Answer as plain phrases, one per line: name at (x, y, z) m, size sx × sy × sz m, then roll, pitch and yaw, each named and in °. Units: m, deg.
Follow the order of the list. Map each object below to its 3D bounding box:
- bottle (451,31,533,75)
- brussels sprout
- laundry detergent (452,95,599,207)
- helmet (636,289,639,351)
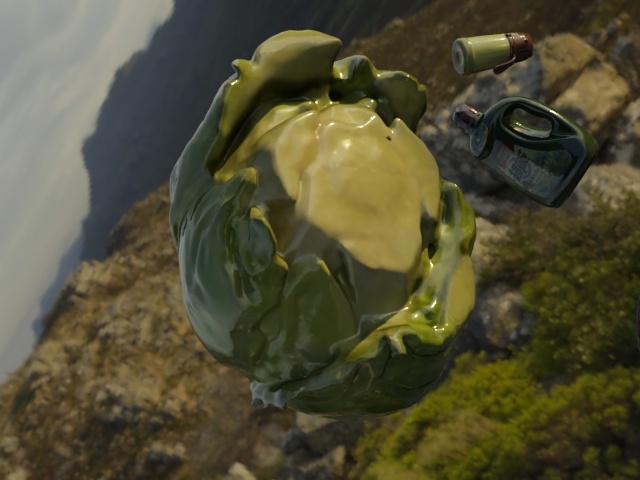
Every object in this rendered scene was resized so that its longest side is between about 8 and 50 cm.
bottle at (0.218, -0.233, 1.206) m, size 0.047 × 0.101 × 0.063 m, roll 114°, pitch 142°, yaw -69°
brussels sprout at (-0.015, 0.006, 1.160) m, size 0.361 × 0.343 × 0.425 m, roll -38°, pitch 55°, yaw 55°
laundry detergent at (0.302, -0.155, 1.477) m, size 0.078 × 0.222 × 0.144 m, roll -37°, pitch -22°, yaw -47°
helmet at (0.720, 0.130, 1.632) m, size 0.338 × 0.384 × 0.230 m, roll -25°, pitch 2°, yaw 30°
